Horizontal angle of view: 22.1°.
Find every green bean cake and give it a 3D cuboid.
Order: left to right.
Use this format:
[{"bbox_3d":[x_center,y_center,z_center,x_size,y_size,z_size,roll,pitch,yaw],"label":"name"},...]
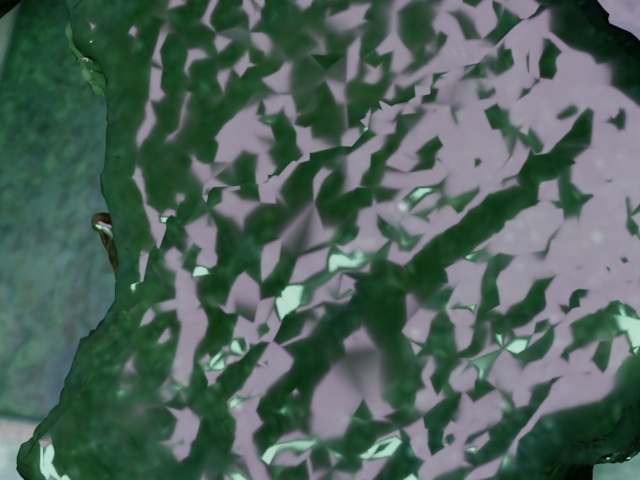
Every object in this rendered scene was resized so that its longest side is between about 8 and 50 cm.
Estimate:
[{"bbox_3d":[0.000,0.000,0.692,0.300,0.169,0.308,-40,75,4],"label":"green bean cake"}]

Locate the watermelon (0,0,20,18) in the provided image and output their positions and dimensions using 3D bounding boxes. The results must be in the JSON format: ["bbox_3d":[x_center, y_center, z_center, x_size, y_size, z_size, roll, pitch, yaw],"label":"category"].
[{"bbox_3d":[-0.209,-0.217,0.813,0.330,0.189,0.331,-7,77,30],"label":"watermelon"}]
